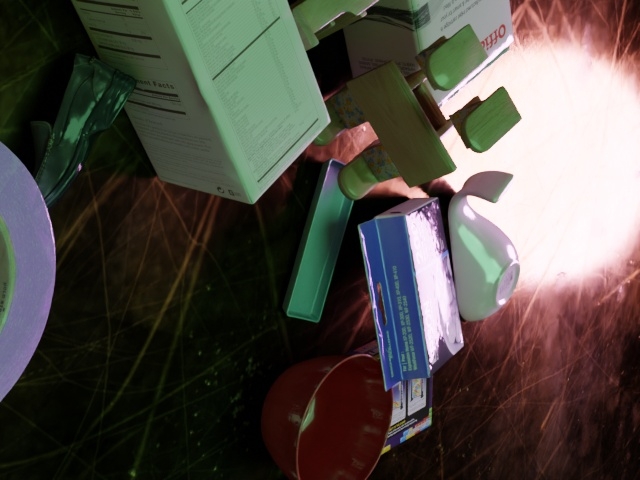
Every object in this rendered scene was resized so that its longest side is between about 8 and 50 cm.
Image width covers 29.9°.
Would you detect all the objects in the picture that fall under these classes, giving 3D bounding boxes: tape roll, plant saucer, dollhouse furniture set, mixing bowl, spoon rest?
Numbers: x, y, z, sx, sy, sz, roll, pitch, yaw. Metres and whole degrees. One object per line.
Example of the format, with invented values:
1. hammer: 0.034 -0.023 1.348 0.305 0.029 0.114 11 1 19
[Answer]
1. tape roll: -0.344 0.031 0.939 0.275 0.090 0.274 -22 119 -47
2. plant saucer: 0.000 0.000 1.421 0.067 0.018 0.192 18 87 -52
3. dollhouse furniture set: 0.048 -0.157 1.282 0.161 0.212 0.242 -42 105 -38
4. mixing bowl: -0.005 0.210 1.417 0.181 0.098 0.181 -20 117 -46
5. spoon rest: 0.227 0.005 1.676 0.137 0.084 0.276 -48 148 -29

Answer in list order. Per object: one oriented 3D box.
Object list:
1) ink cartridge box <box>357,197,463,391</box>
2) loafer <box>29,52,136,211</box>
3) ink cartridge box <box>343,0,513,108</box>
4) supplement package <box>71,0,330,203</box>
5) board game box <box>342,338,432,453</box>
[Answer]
1. ink cartridge box: 0.116 0.060 1.480 0.208 0.045 0.206 -25 107 -64
2. loafer: -0.235 -0.089 1.075 0.061 0.062 0.170 33 80 -11
3. ink cartridge box: 0.116 -0.315 1.383 0.197 0.114 0.272 -41 130 -37
4. supplement package: -0.111 -0.178 1.125 0.139 0.134 0.244 -48 135 -30
5. board game box: 0.080 0.202 1.564 0.170 0.048 0.141 -19 114 -47
